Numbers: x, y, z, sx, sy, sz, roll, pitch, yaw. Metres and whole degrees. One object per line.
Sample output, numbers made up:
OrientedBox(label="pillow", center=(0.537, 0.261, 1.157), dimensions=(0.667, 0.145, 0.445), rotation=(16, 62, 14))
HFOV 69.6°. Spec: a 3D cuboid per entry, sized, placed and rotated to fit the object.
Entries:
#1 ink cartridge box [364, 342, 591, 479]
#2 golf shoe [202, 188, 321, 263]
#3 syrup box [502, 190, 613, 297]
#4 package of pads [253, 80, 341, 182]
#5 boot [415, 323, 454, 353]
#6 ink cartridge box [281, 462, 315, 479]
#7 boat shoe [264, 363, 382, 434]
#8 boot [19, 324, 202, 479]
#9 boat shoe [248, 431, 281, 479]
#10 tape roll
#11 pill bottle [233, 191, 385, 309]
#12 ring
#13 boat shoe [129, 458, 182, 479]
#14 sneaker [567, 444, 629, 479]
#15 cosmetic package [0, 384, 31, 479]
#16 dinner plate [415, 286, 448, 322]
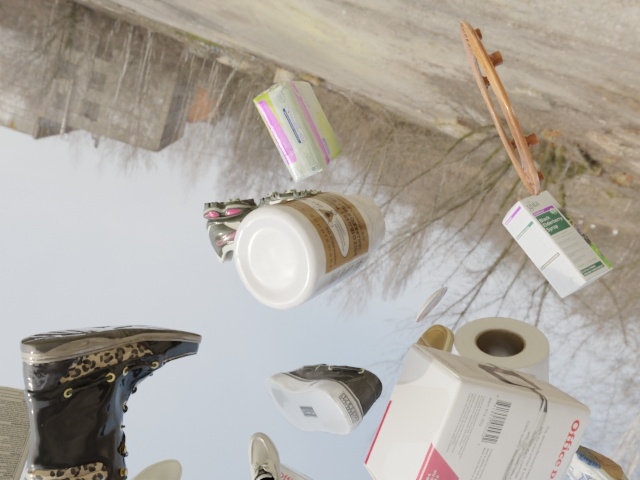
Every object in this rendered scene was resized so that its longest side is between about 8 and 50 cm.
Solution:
OrientedBox(label="ink cartridge box", center=(0.200, 0.248, 0.581), dimensions=(0.237, 0.172, 0.100), rotation=(19, -176, -25))
OrientedBox(label="golf shoe", center=(-0.087, -0.030, 0.853), dimensions=(0.272, 0.120, 0.105), rotation=(-8, -179, 24))
OrientedBox(label="syrup box", center=(0.557, 0.005, 1.099), dimensions=(0.093, 0.096, 0.237), rotation=(-20, -116, -19))
OrientedBox(label="package of pads", center=(-0.050, -0.293, 1.187), dimensions=(0.229, 0.101, 0.296), rotation=(63, -163, -11))
OrientedBox(label="boot", center=(0.316, 0.337, 1.122), dimensions=(0.203, 0.262, 0.095), rotation=(13, -171, -22))
OrientedBox(label="ink cartridge box", center=(-0.118, 0.972, 1.594), dimensions=(0.222, 0.308, 0.129), rotation=(21, 157, 19))
OrientedBox(label="boat shoe", center=(0.000, 0.190, 0.590), dimensions=(0.076, 0.080, 0.228), rotation=(-29, 178, -31))
OrientedBox(label="boot", center=(-0.400, 0.316, 0.912), dimensions=(0.138, 0.285, 0.377), rotation=(-2, 173, 28))
OrientedBox(label="boat shoe", center=(-0.172, 0.722, 1.412), dimensions=(0.096, 0.088, 0.268), rotation=(-15, -122, 0))
OrientedBox(label="tape roll", center=(0.493, 0.345, 1.263), dimensions=(0.245, 0.169, 0.246), rotation=(-9, -158, 4))
OrientedBox(label="pill bottle", center=(0.000, 0.000, 0.647), dimensions=(0.131, 0.131, 0.229), rotation=(27, -155, 25))
OrientedBox(label="ring", center=(0.331, -0.239, 0.828), dimensions=(0.337, 0.032, 0.337), rotation=(52, -156, -35))
OrientedBox(label="boat shoe", center=(-0.573, 0.779, 1.402), dimensions=(0.099, 0.117, 0.319), rotation=(-24, -179, 40))
OrientedBox(label="sneaker", center=(0.516, 0.476, 0.842), dimensions=(0.111, 0.131, 0.296), rotation=(19, -178, -15))
OrientedBox(label="cosmetic package", center=(-0.878, 0.561, 1.267), dimensions=(0.153, 0.297, 0.129), rotation=(21, 155, -24))
OrientedBox(label="dinner plate", center=(0.323, 0.186, 1.352), dimensions=(0.017, 0.141, 0.141), rotation=(42, -158, 25))
